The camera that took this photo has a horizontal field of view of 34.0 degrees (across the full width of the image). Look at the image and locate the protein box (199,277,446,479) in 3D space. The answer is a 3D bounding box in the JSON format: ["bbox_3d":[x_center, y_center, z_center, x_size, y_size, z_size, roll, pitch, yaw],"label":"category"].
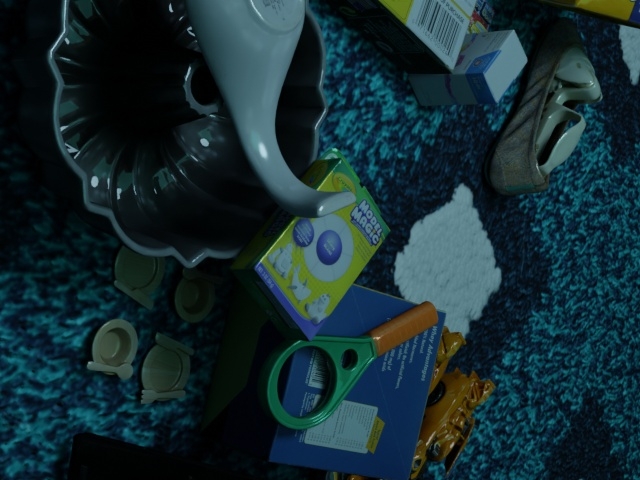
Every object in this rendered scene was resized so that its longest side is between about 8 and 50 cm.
[{"bbox_3d":[0.005,0.145,1.155,0.201,0.136,0.199,18,82,-38],"label":"protein box"}]

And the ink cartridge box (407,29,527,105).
[{"bbox_3d":[0.185,-0.218,1.331,0.088,0.122,0.052,-53,127,-29],"label":"ink cartridge box"}]

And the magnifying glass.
[{"bbox_3d":[0.032,0.118,1.074,0.231,0.026,0.092,-24,107,-32],"label":"magnifying glass"}]

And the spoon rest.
[{"bbox_3d":[-0.050,-0.153,0.947,0.137,0.084,0.276,-23,99,-45],"label":"spoon rest"}]

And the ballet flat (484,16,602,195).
[{"bbox_3d":[0.346,-0.193,1.522,0.107,0.106,0.316,44,64,-42],"label":"ballet flat"}]

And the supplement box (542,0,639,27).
[{"bbox_3d":[0.412,-0.473,1.385,0.194,0.195,0.356,8,106,-24],"label":"supplement box"}]

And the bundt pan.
[{"bbox_3d":[-0.146,-0.145,0.976,0.331,0.124,0.330,-10,104,-47],"label":"bundt pan"}]

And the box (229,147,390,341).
[{"bbox_3d":[0.000,0.000,1.029,0.105,0.043,0.179,54,55,-29],"label":"box"}]

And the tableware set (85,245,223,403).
[{"bbox_3d":[-0.168,0.081,1.064,0.141,0.020,0.168,27,76,-46],"label":"tableware set"}]

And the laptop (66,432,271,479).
[{"bbox_3d":[-0.041,0.406,1.034,0.236,0.408,0.381,8,92,-70],"label":"laptop"}]

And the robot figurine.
[{"bbox_3d":[0.109,0.258,1.343,0.291,0.085,0.211,-56,128,-26],"label":"robot figurine"}]

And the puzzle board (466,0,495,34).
[{"bbox_3d":[0.190,-0.304,1.405,0.128,0.011,0.096,37,69,-44],"label":"puzzle board"}]

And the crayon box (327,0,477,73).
[{"bbox_3d":[0.129,-0.389,1.271,0.202,0.081,0.318,33,72,-43],"label":"crayon box"}]
